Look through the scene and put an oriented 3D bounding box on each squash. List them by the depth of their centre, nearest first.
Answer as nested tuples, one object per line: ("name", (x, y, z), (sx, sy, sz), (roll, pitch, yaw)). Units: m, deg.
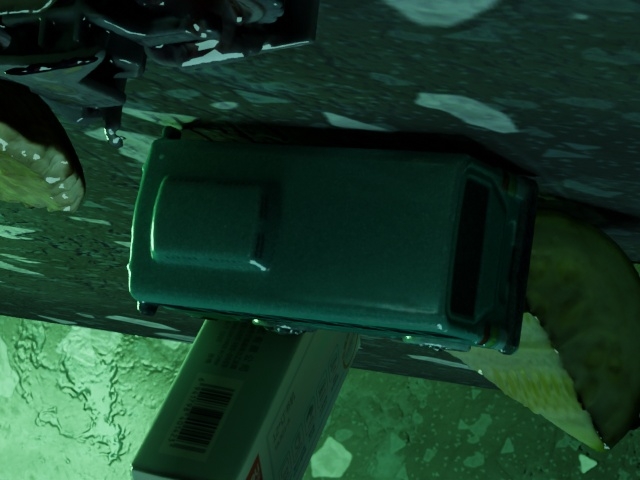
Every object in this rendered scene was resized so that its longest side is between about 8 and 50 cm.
("squash", (0.124, 0.049, 1.386), (0.111, 0.203, 0.289), (-34, -170, -26))

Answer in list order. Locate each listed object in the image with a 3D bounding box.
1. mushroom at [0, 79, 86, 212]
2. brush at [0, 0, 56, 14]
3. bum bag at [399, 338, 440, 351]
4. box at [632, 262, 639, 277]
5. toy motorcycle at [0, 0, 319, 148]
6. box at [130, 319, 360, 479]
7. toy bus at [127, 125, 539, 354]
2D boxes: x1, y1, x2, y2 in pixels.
("mushroom", (-0.266, -0.001, 1.028), (0.233, 0.301, 0.208), (22, -154, 3))
("brush", (-0.076, -0.117, 0.685), (0.301, 0.084, 0.071), (2, 170, 8))
("bum bag", (0.057, 0.052, 1.677), (0.326, 0.079, 0.142), (14, 174, -32))
("box", (0.301, 0.060, 1.532), (0.201, 0.058, 0.141), (5, 171, 32))
("toy motorcycle", (-0.093, -0.094, 0.838), (0.215, 0.080, 0.122), (-2, 167, 36))
("box", (-0.047, 0.117, 1.341), (0.079, 0.269, 0.135), (10, 136, 16))
("toy bus", (0.000, 0.000, 1.212), (0.256, 0.128, 0.147), (5, 173, 28))
